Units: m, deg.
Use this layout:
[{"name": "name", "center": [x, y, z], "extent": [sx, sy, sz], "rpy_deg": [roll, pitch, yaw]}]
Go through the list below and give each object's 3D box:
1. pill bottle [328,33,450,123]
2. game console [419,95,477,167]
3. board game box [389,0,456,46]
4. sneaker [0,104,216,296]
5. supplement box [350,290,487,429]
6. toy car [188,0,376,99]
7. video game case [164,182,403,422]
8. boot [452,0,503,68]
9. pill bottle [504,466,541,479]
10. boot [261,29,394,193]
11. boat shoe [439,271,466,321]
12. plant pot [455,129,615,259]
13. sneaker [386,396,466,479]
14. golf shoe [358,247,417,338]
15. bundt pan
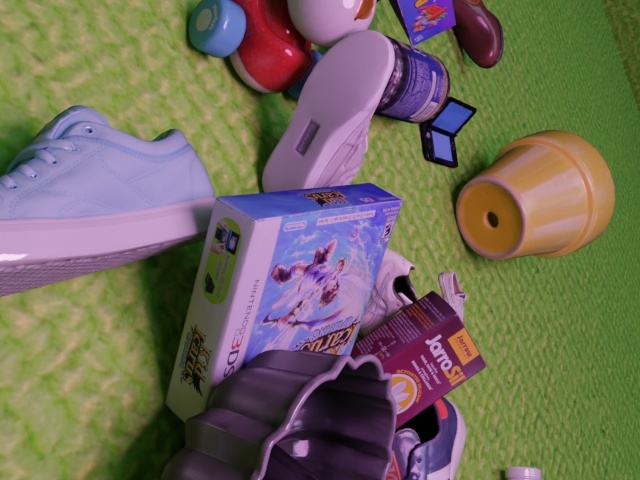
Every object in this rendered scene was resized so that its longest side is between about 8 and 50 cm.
[{"name": "pill bottle", "center": [0.108, -0.262, 1.100], "extent": [0.219, 0.123, 0.123], "rpy_deg": [0, 79, -52]}, {"name": "game console", "center": [0.252, -0.204, 1.305], "extent": [0.122, 0.071, 0.107], "rpy_deg": [6, 75, -50]}, {"name": "board game box", "center": [0.085, -0.500, 1.021], "extent": [0.347, 0.078, 0.233], "rpy_deg": [68, 10, 19]}, {"name": "sneaker", "center": [-0.241, -0.042, 0.607], "extent": [0.366, 0.135, 0.150], "rpy_deg": [-15, 84, -61]}, {"name": "supplement box", "center": [0.115, 0.170, 0.927], "extent": [0.104, 0.188, 0.081], "rpy_deg": [57, -2, -24]}, {"name": "toy car", "center": [-0.009, -0.317, 0.875], "extent": [0.219, 0.238, 0.210], "rpy_deg": [17, 67, -49]}, {"name": "video game case", "center": [-0.031, 0.063, 0.771], "extent": [0.269, 0.061, 0.244], "rpy_deg": [-11, 125, -51]}, {"name": "boot", "center": [0.258, -0.482, 1.376], "extent": [0.280, 0.096, 0.264], "rpy_deg": [-12, 89, -51]}, {"name": "pill bottle", "center": [0.368, 0.492, 1.231], "extent": [0.086, 0.086, 0.152], "rpy_deg": [29, 57, -44]}, {"name": "boot", "center": [0.026, -0.154, 0.898], "extent": [0.095, 0.258, 0.123], "rpy_deg": [46, 26, 18]}, {"name": "boat shoe", "center": [0.247, 0.104, 1.235], "extent": [0.035, 0.035, 0.100], "rpy_deg": [-20, 95, -52]}, {"name": "plant pot", "center": [0.402, -0.071, 1.336], "extent": [0.239, 0.254, 0.254], "rpy_deg": [-20, 96, -36]}, {"name": "sneaker", "center": [0.113, 0.348, 0.927], "extent": [0.148, 0.131, 0.350], "rpy_deg": [49, 36, -33]}, {"name": "golf shoe", "center": [0.097, 0.090, 0.976], "extent": [0.069, 0.086, 0.176], "rpy_deg": [-41, 139, -38]}, {"name": "bundt pan", "center": [-0.048, 0.256, 0.691], "extent": [0.331, 0.124, 0.331], "rpy_deg": [-32, 129, -50]}]
